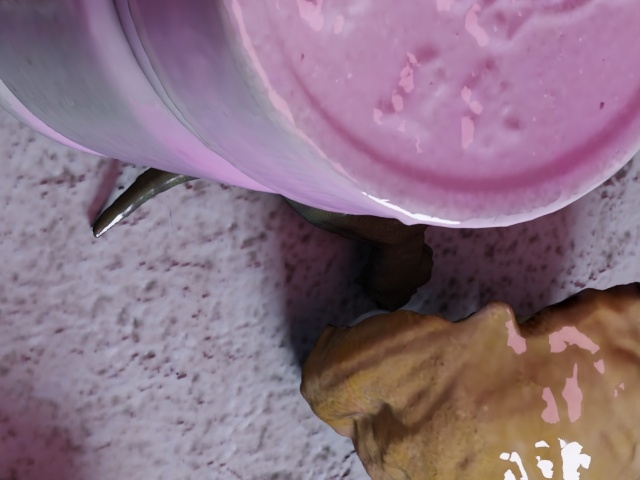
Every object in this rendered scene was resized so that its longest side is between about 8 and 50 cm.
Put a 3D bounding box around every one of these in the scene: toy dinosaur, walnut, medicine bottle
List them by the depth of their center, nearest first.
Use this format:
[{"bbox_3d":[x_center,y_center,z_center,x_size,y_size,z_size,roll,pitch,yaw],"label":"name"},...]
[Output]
[{"bbox_3d":[-0.020,-0.125,0.662,0.212,0.325,0.212,-4,100,-27],"label":"medicine bottle"},{"bbox_3d":[0.000,0.000,0.875,0.179,0.087,0.187,-45,122,-16],"label":"toy dinosaur"},{"bbox_3d":[0.117,0.100,0.903,0.238,0.204,0.141,0,76,-33],"label":"walnut"}]
